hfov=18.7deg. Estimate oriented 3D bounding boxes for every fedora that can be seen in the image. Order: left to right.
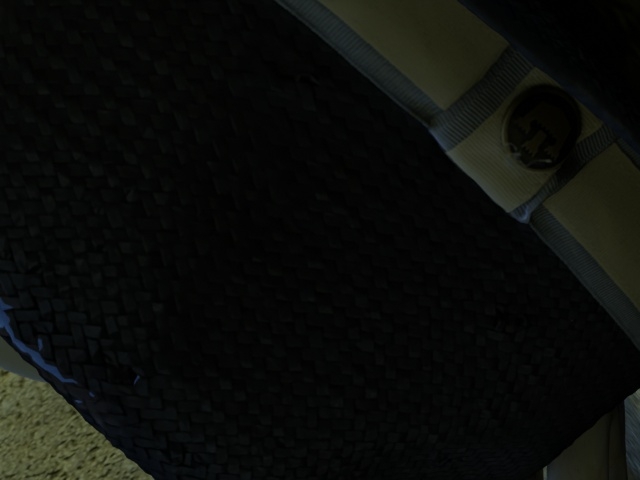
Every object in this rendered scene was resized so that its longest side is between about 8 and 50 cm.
[{"bbox_3d":[-0.017,-0.007,0.579,0.334,0.152,0.334,39,177,3],"label":"fedora"}]

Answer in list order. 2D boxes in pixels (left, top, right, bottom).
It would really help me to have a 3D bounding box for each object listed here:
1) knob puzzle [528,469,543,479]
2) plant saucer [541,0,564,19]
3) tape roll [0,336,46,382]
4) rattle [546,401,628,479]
[{"bbox_3d":[0.080,0.050,0.925,0.213,0.030,0.213,-9,-90,-80],"label":"knob puzzle"},{"bbox_3d":[-0.017,-0.170,0.616,0.278,0.041,0.278,56,180,1],"label":"plant saucer"},{"bbox_3d":[-0.086,-0.081,0.841,0.169,0.246,0.246,55,179,40],"label":"tape roll"},{"bbox_3d":[0.165,0.091,0.903,0.130,0.143,0.199,47,-139,-44],"label":"rattle"}]
